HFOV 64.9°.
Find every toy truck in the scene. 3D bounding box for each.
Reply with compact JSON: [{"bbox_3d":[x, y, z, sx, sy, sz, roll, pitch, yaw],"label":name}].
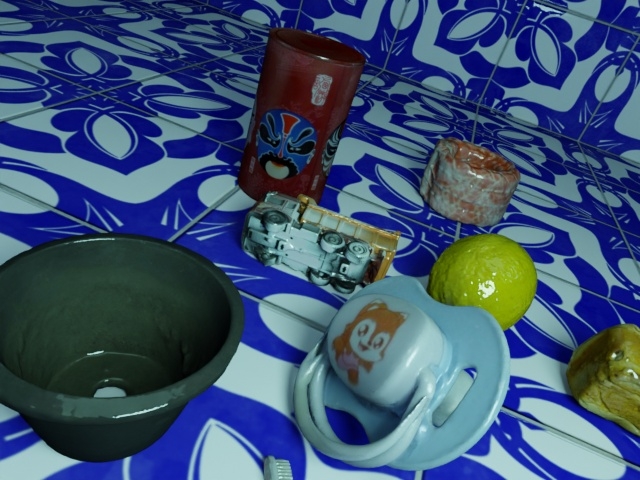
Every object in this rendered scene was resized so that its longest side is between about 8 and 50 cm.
[{"bbox_3d":[0.000,0.000,0.919,0.271,0.114,0.135,20,35,2],"label":"toy truck"}]

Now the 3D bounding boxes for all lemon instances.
[{"bbox_3d":[0.280,0.077,0.883,0.180,0.193,0.180,52,0,0],"label":"lemon"}]

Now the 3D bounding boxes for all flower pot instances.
[{"bbox_3d":[-0.228,0.126,0.555,0.269,0.166,0.269,12,35,-9],"label":"flower pot"}]

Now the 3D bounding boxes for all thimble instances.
[{"bbox_3d":[0.386,-0.158,1.319,0.239,0.162,0.239,14,32,-9],"label":"thimble"}]

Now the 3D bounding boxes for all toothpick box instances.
[{"bbox_3d":[-0.049,-0.254,1.079,0.204,0.333,0.204,13,31,-8],"label":"toothpick box"}]

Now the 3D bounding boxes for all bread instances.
[{"bbox_3d":[0.552,0.245,0.781,0.295,0.166,0.132,25,55,8],"label":"bread"}]

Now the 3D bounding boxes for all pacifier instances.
[{"bbox_3d":[0.121,0.186,0.657,0.233,0.244,0.299,36,-5,-32],"label":"pacifier"}]

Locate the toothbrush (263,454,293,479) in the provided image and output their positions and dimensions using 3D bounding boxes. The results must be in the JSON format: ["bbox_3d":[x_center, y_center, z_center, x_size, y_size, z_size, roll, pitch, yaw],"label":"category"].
[{"bbox_3d":[-0.021,0.339,0.463,0.030,0.025,0.307,14,30,-23],"label":"toothbrush"}]
